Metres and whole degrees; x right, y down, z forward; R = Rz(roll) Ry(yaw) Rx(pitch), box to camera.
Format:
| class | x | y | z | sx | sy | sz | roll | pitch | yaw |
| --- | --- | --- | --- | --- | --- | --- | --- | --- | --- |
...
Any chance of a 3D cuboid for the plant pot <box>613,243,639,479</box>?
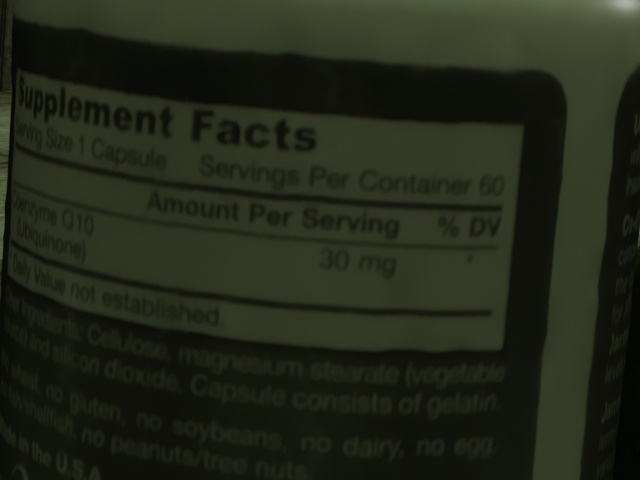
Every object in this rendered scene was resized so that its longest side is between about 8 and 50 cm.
| class | x | y | z | sx | sy | sz | roll | pitch | yaw |
| --- | --- | --- | --- | --- | --- | --- | --- | --- | --- |
| plant pot | 0.299 | 0.049 | 0.676 | 0.353 | 0.366 | 0.366 | -16 | 20 | -35 |

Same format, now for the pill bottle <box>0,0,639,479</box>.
| class | x | y | z | sx | sy | sz | roll | pitch | yaw |
| --- | --- | --- | --- | --- | --- | --- | --- | --- | --- |
| pill bottle | 0.000 | 0.000 | 0.621 | 0.204 | 0.361 | 0.204 | 5 | 9 | -1 |
